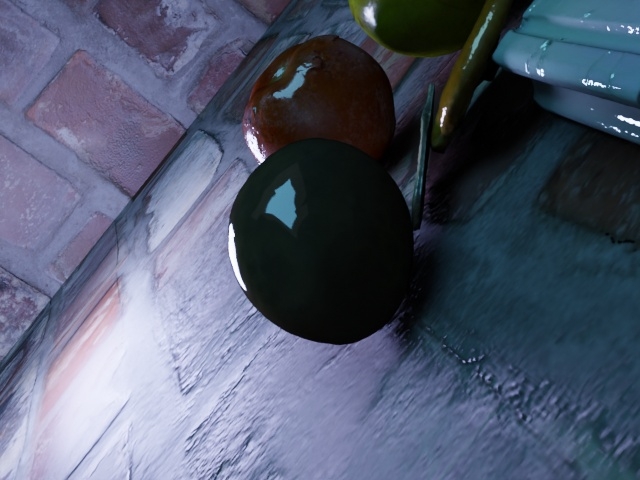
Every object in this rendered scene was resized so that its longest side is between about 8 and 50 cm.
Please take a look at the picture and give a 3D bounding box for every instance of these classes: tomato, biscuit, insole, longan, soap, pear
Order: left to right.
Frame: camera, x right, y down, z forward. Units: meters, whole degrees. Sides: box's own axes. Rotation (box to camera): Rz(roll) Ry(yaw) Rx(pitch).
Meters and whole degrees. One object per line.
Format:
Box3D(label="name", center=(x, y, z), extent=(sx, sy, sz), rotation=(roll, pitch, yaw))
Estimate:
Box3D(label="longan", center=(0.000, 0.000, 0.694), extent=(0.198, 0.198, 0.212), rotation=(-38, 28, 32))
Box3D(label="tomato", center=(0.004, -0.162, 0.950), extent=(0.208, 0.184, 0.208), rotation=(-35, 29, 23))
Box3D(label="insole", center=(0.116, -0.102, 0.795), extent=(0.011, 0.081, 0.247), rotation=(4, 39, 11))
Box3D(label="pear", center=(0.142, -0.353, 0.956), extent=(0.212, 0.212, 0.269), rotation=(-56, 16, -12))
Box3D(label="biscuit", center=(0.174, -0.212, 0.748), extent=(0.259, 0.041, 0.203), rotation=(-66, -11, 0))
Box3D(label="soap", center=(0.267, -0.162, 0.533), extent=(0.172, 0.095, 0.289), rotation=(-50, 21, 9))
